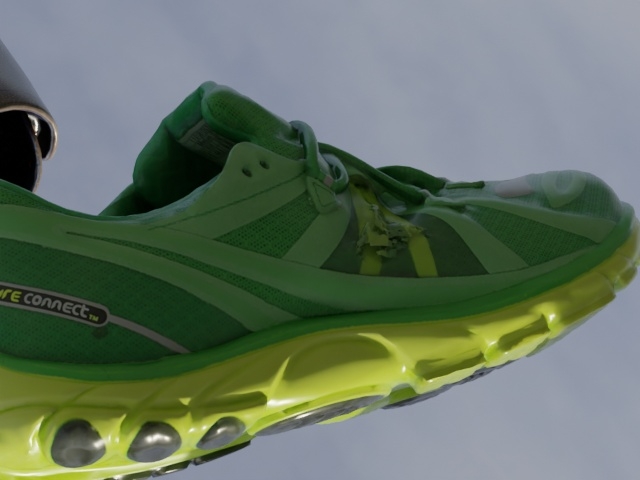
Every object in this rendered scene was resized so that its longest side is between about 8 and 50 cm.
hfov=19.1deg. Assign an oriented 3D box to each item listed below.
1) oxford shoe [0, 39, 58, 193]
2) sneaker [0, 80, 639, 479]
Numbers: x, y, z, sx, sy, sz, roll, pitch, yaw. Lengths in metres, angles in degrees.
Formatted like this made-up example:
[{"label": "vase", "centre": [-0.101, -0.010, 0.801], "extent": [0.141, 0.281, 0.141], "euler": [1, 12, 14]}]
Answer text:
[{"label": "oxford shoe", "centre": [-0.189, -0.053, 0.879], "extent": [0.132, 0.130, 0.364], "euler": [24, -159, -7]}, {"label": "sneaker", "centre": [0.000, 0.000, 0.652], "extent": [0.295, 0.109, 0.124], "euler": [-11, -101, -40]}]
